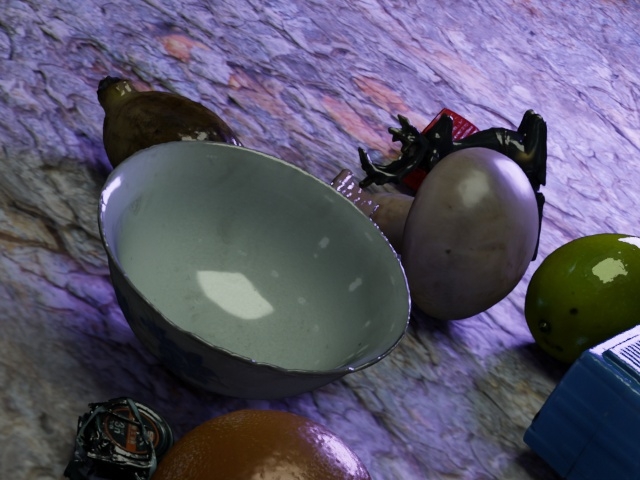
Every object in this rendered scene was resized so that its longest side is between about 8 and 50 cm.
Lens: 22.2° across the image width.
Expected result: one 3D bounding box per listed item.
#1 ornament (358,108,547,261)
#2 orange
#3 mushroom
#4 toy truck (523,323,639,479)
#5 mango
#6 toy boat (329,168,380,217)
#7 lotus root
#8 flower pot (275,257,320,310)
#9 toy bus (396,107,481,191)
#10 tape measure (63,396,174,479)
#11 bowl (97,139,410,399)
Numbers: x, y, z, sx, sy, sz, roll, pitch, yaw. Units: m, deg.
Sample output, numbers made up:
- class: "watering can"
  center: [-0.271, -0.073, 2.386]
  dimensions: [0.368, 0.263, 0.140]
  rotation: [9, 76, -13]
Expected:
- class: "ornament"
  center: [0.159, -0.066, 2.045]
  dimensions: [0.236, 0.202, 0.080]
  rotation: [0, 15, -9]
- class: "orange"
  center: [-0.050, 0.230, 1.276]
  dimensions: [0.206, 0.206, 0.206]
  rotation: [23, 28, -13]
- class: "mushroom"
  center: [0.157, -0.019, 1.885]
  dimensions: [0.206, 0.206, 0.209]
  rotation: [7, 31, -37]
- class: "toy truck"
  center: [0.384, 0.179, 1.811]
  dimensions: [0.161, 0.162, 0.385]
  rotation: [41, 29, 23]
- class: "mango"
  center: [0.359, 0.065, 1.957]
  dimensions: [0.293, 0.175, 0.143]
  rotation: [-9, 55, -43]
- class: "toy boat"
  center: [0.000, 0.000, 1.785]
  dimensions: [0.061, 0.116, 0.188]
  rotation: [38, 26, 0]
- class: "lotus root"
  center: [-0.165, -0.101, 1.782]
  dimensions: [0.214, 0.138, 0.138]
  rotation: [44, 30, 24]
- class: "flower pot"
  center: [0.004, 0.080, 1.680]
  dimensions: [0.111, 0.111, 0.089]
  rotation: [4, 51, -41]
- class: "toy bus"
  center: [0.163, -0.123, 2.174]
  dimensions: [0.081, 0.089, 0.195]
  rotation: [34, 27, 5]
- class: "tape measure"
  center: [-0.167, 0.179, 1.388]
  dimensions: [0.091, 0.054, 0.094]
  rotation: [27, 34, -10]
- class: "bowl"
  center: [-0.085, 0.058, 1.556]
  dimensions: [0.313, 0.146, 0.313]
  rotation: [19, 36, -14]
